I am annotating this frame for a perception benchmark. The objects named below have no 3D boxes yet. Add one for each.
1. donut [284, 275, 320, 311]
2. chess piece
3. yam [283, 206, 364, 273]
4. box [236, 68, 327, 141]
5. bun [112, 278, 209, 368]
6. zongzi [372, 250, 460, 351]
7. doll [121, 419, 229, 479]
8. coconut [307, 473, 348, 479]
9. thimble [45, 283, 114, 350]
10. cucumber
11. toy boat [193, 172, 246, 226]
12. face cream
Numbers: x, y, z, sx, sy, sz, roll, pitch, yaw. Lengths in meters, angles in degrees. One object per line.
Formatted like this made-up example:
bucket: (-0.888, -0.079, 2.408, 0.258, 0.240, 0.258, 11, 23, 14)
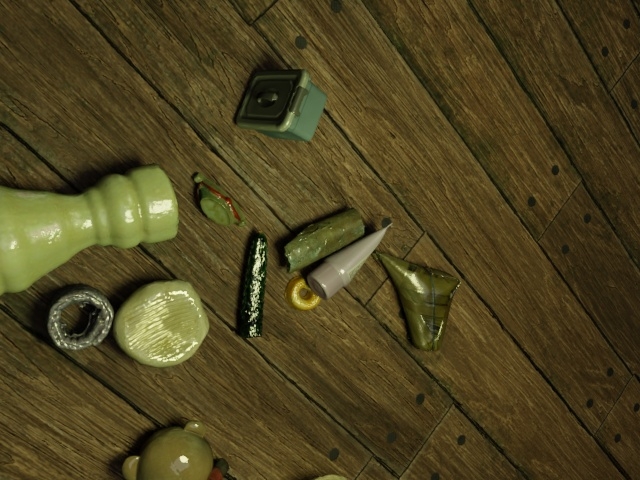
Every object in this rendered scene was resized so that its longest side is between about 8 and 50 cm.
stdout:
donut: (-0.046, 0.154, 1.701, 0.108, 0.043, 0.097, 19, 86, -23)
chess piece: (-0.548, -0.036, 1.333, 0.442, 0.234, 0.234, -17, 103, -30)
yam: (0.000, 0.000, 1.671, 0.259, 0.106, 0.106, -24, 106, -24)
box: (-0.100, -0.339, 1.522, 0.130, 0.227, 0.162, 25, 84, -42)
bun: (-0.390, 0.199, 1.475, 0.231, 0.133, 0.231, -4, 99, -26)
zongzi: (0.260, 0.190, 1.828, 0.289, 0.123, 0.260, 15, 91, -18)
doll: (-0.343, 0.625, 1.526, 0.235, 0.174, 0.330, -28, 109, -15)
coconut: (-0.003, 0.806, 1.674, 0.328, 0.329, 0.329, -3, 97, -27)
thimble: (-0.562, 0.178, 1.405, 0.150, 0.098, 0.150, -3, 97, -26)
cucumber: (-0.176, 0.116, 1.617, 0.067, 0.067, 0.294, 4, 92, -28)
toy boat: (-0.261, -0.090, 1.546, 0.089, 0.071, 0.185, -32, 116, 24)
face cream: (0.089, 0.052, 1.694, 0.274, 0.154, 0.096, -38, 80, -23)
